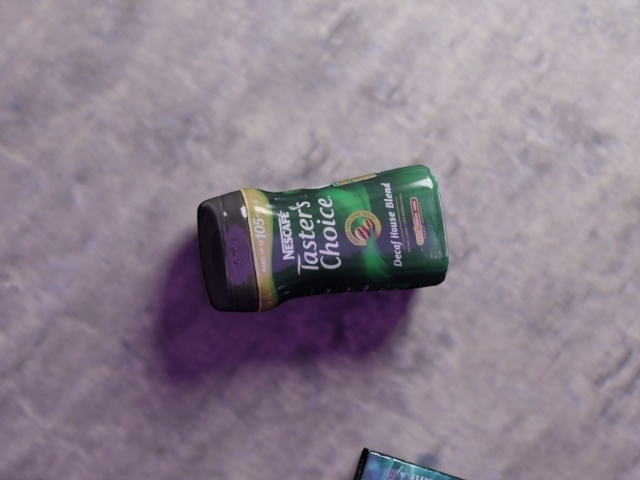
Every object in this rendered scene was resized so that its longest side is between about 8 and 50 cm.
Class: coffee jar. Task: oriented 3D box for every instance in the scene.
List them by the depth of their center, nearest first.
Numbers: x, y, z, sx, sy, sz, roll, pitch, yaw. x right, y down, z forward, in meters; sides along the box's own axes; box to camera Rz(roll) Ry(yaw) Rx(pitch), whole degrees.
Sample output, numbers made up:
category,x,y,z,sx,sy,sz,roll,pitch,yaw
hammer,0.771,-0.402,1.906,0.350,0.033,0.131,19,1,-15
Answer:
category,x,y,z,sx,sy,sz,roll,pitch,yaw
coffee jar,0.000,0.000,1.131,0.185,0.079,0.096,-9,89,-9

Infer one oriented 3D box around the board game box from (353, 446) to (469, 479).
category,x,y,z,sx,sy,sz,roll,pitch,yaw
board game box,0.066,0.269,1.156,0.126,0.026,0.186,19,85,-8
